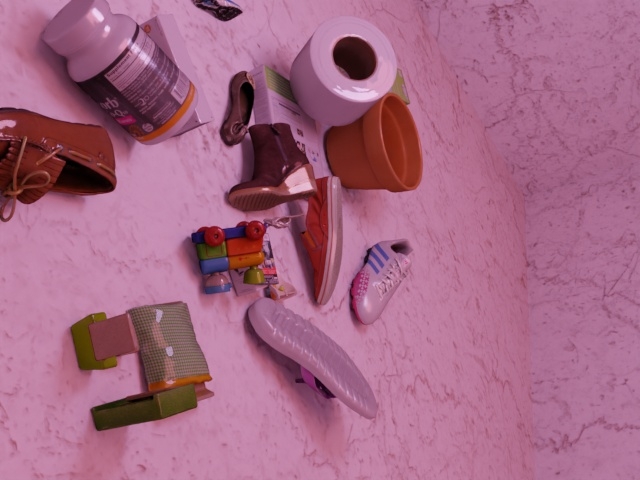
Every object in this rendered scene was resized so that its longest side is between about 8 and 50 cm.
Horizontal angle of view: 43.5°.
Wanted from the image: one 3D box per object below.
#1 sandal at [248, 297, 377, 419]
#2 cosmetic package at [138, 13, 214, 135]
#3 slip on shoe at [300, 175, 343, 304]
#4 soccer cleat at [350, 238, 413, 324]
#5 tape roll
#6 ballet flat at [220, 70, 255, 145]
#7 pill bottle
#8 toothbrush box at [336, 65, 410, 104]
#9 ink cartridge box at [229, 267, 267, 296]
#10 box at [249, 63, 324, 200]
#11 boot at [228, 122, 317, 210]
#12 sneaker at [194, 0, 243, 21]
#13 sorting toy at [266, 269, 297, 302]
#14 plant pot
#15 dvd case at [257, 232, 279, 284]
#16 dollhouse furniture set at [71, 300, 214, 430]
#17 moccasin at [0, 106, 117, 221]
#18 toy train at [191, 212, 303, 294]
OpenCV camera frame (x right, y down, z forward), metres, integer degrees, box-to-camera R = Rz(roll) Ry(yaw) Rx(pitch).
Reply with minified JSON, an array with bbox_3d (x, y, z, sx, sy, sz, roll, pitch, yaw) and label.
[{"bbox_3d":[-0.026,0.282,1.871,0.416,0.102,0.169,44,22,-21],"label":"sandal"},{"bbox_3d":[-0.319,-0.347,1.699,0.060,0.099,0.239,-32,102,-62],"label":"cosmetic package"},{"bbox_3d":[0.000,0.000,2.058,0.123,0.101,0.331,-20,110,-78],"label":"slip on shoe"},{"bbox_3d":[0.182,0.102,2.287,0.116,0.143,0.331,57,32,-26],"label":"soccer cleat"},{"bbox_3d":[0.058,-0.445,2.123,0.246,0.169,0.246,5,75,-20],"label":"tape roll"},{"bbox_3d":[-0.189,-0.329,1.963,0.084,0.058,0.249,50,35,-37],"label":"ballet flat"},{"bbox_3d":[-0.374,-0.324,1.520,0.278,0.162,0.162,46,37,-38],"label":"pill bottle"},{"bbox_3d":[0.113,-0.454,2.421,0.283,0.206,0.122,1,73,-60],"label":"toothbrush box"},{"bbox_3d":[-0.161,0.046,1.797,0.099,0.056,0.135,-22,94,-62],"label":"ink cartridge box"},{"bbox_3d":[-0.084,-0.279,2.127,0.232,0.059,0.321,19,59,-56],"label":"box"},{"bbox_3d":[-0.140,-0.182,1.925,0.249,0.090,0.206,-11,66,-34],"label":"boot"},{"bbox_3d":[-0.253,-0.605,2.006,0.162,0.063,0.073,15,58,-58],"label":"sneaker"},{"bbox_3d":[-0.104,0.105,1.887,0.083,0.045,0.075,-6,72,-61],"label":"sorting toy"},{"bbox_3d":[0.152,-0.269,2.367,0.291,0.204,0.290,32,52,-54],"label":"plant pot"},{"bbox_3d":[-0.130,0.040,1.779,0.087,0.013,0.119,4,73,-61],"label":"dvd case"},{"bbox_3d":[-0.263,0.200,1.424,0.301,0.151,0.197,-4,77,-62],"label":"dollhouse furniture set"},{"bbox_3d":[-0.467,-0.117,1.279,0.147,0.139,0.380,67,18,8],"label":"moccasin"},{"bbox_3d":[-0.140,0.028,1.698,0.248,0.105,0.143,-8,94,-21],"label":"toy train"}]
